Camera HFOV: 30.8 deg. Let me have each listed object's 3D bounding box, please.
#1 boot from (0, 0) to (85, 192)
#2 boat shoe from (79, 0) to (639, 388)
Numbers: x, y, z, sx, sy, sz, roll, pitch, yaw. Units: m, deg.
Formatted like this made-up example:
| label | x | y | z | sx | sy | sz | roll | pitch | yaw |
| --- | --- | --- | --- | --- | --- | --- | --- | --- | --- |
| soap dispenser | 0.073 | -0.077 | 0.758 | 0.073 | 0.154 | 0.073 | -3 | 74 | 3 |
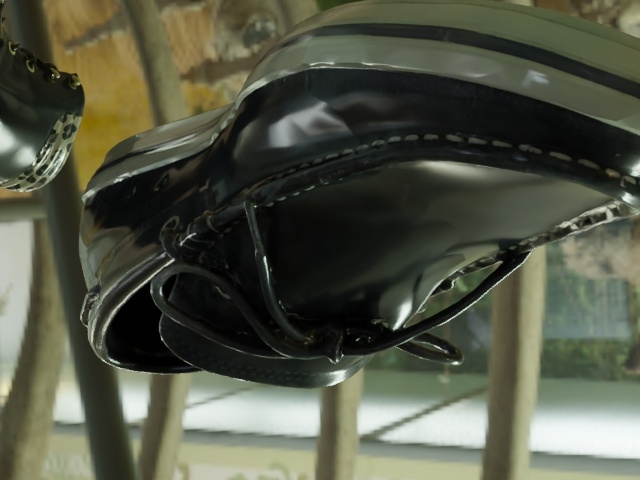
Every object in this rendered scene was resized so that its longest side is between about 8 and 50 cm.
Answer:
| label | x | y | z | sx | sy | sz | roll | pitch | yaw |
| --- | --- | --- | --- | --- | --- | --- | --- | --- | --- |
| boot | -0.225 | -0.141 | 0.788 | 0.085 | 0.236 | 0.178 | 23 | -174 | 21 |
| boat shoe | 0.000 | 0.000 | 0.618 | 0.186 | 0.156 | 0.500 | 16 | 164 | -30 |
